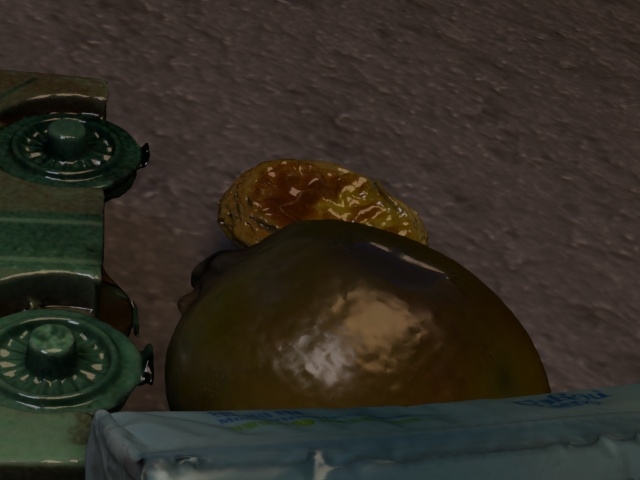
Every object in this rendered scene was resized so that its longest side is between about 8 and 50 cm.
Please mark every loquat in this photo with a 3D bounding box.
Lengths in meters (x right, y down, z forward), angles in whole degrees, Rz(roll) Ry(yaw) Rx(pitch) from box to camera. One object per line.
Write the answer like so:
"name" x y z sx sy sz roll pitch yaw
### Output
"loquat" 0.021 0.069 0.625 0.195 0.152 0.152 31 34 6

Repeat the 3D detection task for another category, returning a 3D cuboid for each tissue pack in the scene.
"tissue pack" 0.046 0.145 0.490 0.263 0.177 0.089 -1 8 -27

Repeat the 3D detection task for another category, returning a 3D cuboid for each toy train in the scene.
"toy train" -0.154 0.037 0.601 0.159 0.129 0.326 4 35 -10

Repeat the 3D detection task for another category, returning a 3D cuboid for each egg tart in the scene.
"egg tart" 0.000 0.000 0.797 0.130 0.052 0.130 14 31 -8
